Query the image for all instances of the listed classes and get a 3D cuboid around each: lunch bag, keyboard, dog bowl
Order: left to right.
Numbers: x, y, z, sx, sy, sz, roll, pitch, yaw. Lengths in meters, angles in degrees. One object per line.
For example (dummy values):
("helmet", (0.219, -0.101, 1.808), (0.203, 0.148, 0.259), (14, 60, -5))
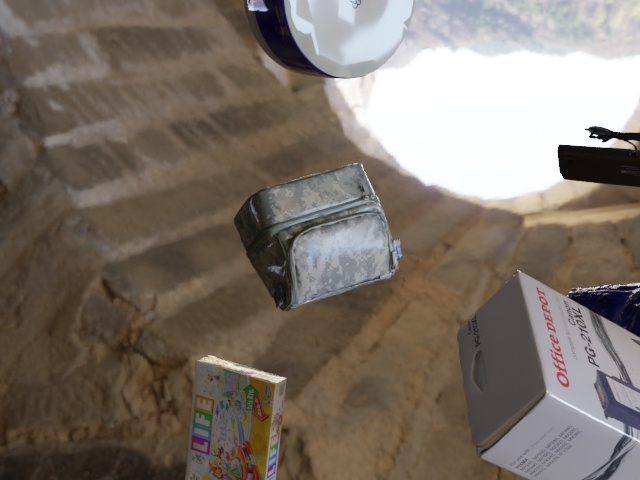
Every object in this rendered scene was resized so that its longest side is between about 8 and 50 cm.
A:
("lunch bag", (0.000, 0.000, 1.833), (0.305, 0.256, 0.212), (-17, 169, -28))
("dog bowl", (0.018, -0.381, 1.285), (0.265, 0.265, 0.104), (-21, -153, -32))
("keyboard", (0.639, -0.170, 1.705), (0.317, 0.201, 0.033), (7, -116, 23))

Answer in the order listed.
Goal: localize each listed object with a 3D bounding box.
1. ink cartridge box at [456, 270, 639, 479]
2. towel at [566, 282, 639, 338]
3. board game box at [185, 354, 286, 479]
("ink cartridge box", (0.260, 0.158, 0.808), (0.100, 0.237, 0.172), (-53, -161, 31))
("towel", (0.419, 0.149, 1.226), (0.227, 0.076, 0.308), (-56, -174, -16))
("board game box", (-0.095, 0.214, 0.931), (0.103, 0.154, 0.026), (12, -167, 25))
